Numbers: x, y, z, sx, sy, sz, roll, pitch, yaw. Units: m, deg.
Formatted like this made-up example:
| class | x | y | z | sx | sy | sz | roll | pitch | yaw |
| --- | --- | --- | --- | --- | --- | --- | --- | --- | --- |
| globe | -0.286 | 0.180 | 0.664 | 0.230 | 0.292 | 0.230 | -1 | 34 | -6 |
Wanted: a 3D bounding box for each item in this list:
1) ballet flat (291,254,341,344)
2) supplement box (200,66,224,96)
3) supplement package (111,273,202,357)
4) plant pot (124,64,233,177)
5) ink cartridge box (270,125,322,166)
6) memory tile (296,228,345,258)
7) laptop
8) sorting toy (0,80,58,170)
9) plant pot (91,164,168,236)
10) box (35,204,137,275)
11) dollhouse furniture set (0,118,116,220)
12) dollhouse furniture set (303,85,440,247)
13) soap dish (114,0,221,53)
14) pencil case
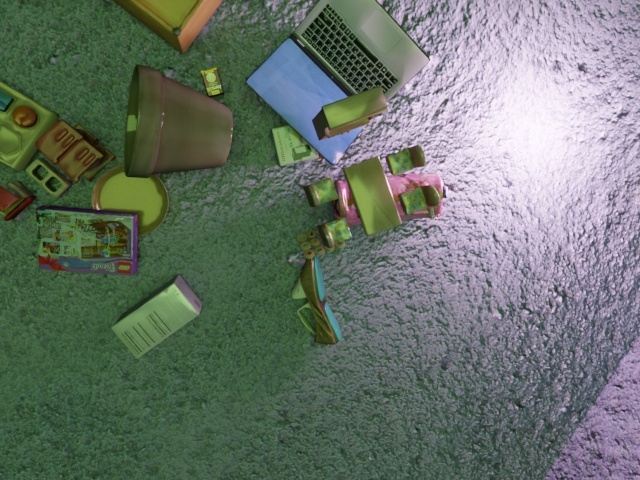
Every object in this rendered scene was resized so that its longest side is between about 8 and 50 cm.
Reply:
| class | x | y | z | sx | sy | sz | roll | pitch | yaw |
| --- | --- | --- | --- | --- | --- | --- | --- | --- | --- |
| ballet flat | -0.028 | 0.217 | 1.742 | 0.124 | 0.116 | 0.342 | -14 | 106 | 12 |
| supplement box | -0.347 | -0.506 | 1.591 | 0.055 | 0.043 | 0.083 | -18 | 102 | -8 |
| supplement package | -0.532 | 0.245 | 1.633 | 0.244 | 0.139 | 0.133 | -36 | 102 | -1 |
| plant pot | -0.427 | -0.332 | 1.497 | 0.281 | 0.323 | 0.322 | 5 | 98 | -27 |
| ink cartridge box | -0.068 | -0.325 | 1.653 | 0.175 | 0.072 | 0.127 | -14 | 102 | -8 |
| memory tile | 0.000 | 0.000 | 1.708 | 0.148 | 0.113 | 0.012 | -20 | 144 | -7 |
| laptop | 0.061 | -0.531 | 1.549 | 0.382 | 0.236 | 0.408 | 42 | 120 | -14 |
| sorting toy | -0.965 | -0.310 | 1.462 | 0.229 | 0.041 | 0.307 | 33 | 77 | -24 |
| plant pot | -0.614 | -0.129 | 1.613 | 0.237 | 0.032 | 0.236 | -2 | 100 | -9 |
| box | -0.737 | 0.001 | 1.577 | 0.294 | 0.057 | 0.200 | 5 | 106 | -6 |
| dollhouse furniture set | -0.816 | -0.179 | 1.484 | 0.374 | 0.201 | 0.152 | -44 | 104 | -1 |
| dollhouse furniture set | 0.132 | -0.211 | 1.458 | 0.363 | 0.256 | 0.393 | -21 | 97 | -6 |
| soap dish | -0.471 | -0.751 | 1.493 | 0.291 | 0.118 | 0.228 | 36 | 92 | -14 |
| pencil case | 0.226 | -0.138 | 1.688 | 0.387 | 0.167 | 0.159 | -5 | 111 | -7 |
